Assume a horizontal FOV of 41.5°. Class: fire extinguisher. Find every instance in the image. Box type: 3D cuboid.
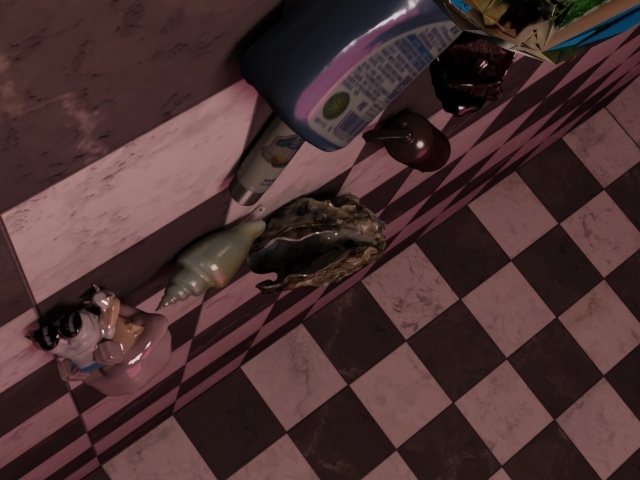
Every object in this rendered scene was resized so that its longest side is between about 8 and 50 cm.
[{"bbox_3d":[0.129,-0.140,1.218,0.089,0.072,0.267,-2,-179,15],"label":"fire extinguisher"}]

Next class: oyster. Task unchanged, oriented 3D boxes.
[{"bbox_3d":[0.005,-0.001,1.266,0.162,0.158,0.351,4,-162,22],"label":"oyster"}]

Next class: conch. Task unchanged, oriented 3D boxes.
[{"bbox_3d":[-0.139,0.034,1.052,0.180,0.065,0.088,-39,172,-28],"label":"conch"}]

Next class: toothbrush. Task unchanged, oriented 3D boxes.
[{"bbox_3d":[-0.118,-0.004,1.113,0.131,0.011,0.013,-41,-169,21],"label":"toothbrush"}]

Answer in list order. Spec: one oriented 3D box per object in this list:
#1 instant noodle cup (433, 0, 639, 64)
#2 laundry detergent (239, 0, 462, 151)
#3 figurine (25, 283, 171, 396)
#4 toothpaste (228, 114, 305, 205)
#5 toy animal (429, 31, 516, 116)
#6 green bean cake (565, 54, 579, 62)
[{"bbox_3d":[0.136,-0.216,0.417,0.240,0.240,0.178,-30,176,-39],"label":"instant noodle cup"},{"bbox_3d":[0.076,-0.198,0.656,0.290,0.094,0.143,-42,158,11],"label":"laundry detergent"},{"bbox_3d":[-0.244,0.121,0.974,0.137,0.112,0.229,-33,161,3],"label":"figurine"},{"bbox_3d":[-0.025,-0.117,0.828,0.062,0.039,0.239,-19,158,-44],"label":"toothpaste"},{"bbox_3d":[0.144,-0.232,0.807,0.180,0.116,0.219,-62,154,-29],"label":"toy animal"},{"bbox_3d":[0.340,-0.318,1.022,0.198,0.097,0.233,-34,171,-28],"label":"green bean cake"}]
